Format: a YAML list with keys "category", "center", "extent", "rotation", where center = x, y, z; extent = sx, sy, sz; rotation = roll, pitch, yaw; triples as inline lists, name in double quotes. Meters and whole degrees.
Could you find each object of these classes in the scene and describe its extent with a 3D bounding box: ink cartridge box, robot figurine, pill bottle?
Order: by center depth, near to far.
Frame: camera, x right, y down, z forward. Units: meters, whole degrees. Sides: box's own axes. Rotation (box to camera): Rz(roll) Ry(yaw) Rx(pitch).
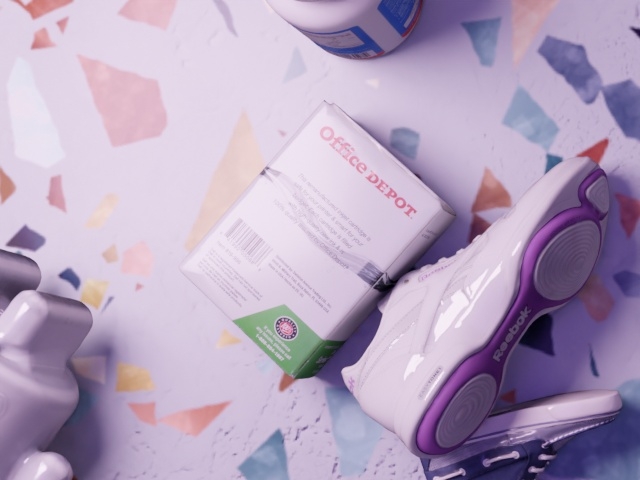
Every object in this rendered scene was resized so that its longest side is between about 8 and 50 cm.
- category: "pill bottle"
  center: [0.013, -0.237, 1.413]
  extent: [0.124, 0.221, 0.124]
  rotation: [-1, 85, 13]
- category: "ink cartridge box"
  center: [0.000, 0.000, 1.467]
  extent: [0.153, 0.087, 0.208]
  rotation: [44, 97, 14]
- category: "robot figurine"
  center: [-0.363, 0.173, 1.484]
  extent: [0.300, 0.200, 0.353]
  rotation: [38, 95, 23]

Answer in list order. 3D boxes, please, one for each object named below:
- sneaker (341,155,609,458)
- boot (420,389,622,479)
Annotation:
- category: "sneaker"
  center: [0.133, 0.037, 1.417]
  extent: [0.152, 0.114, 0.305]
  rotation: [30, 77, 43]
- category: "boot"
  center: [0.182, 0.189, 1.426]
  extent: [0.190, 0.069, 0.086]
  rotation: [-15, 89, 20]
